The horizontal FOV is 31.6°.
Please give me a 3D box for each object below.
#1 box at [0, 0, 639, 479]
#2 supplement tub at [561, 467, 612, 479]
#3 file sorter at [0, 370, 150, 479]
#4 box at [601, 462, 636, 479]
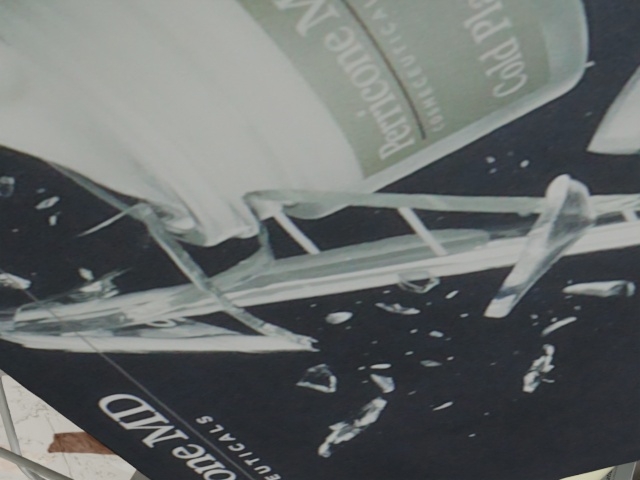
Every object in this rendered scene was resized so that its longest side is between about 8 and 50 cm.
[{"bbox_3d":[0.063,-0.139,0.448,0.472,0.297,0.480,-19,138,20],"label":"box"},{"bbox_3d":[0.131,0.133,0.955,0.235,0.235,0.325,16,139,-8],"label":"supplement tub"},{"bbox_3d":[-0.159,0.132,0.956,0.173,0.277,0.193,20,142,12],"label":"file sorter"},{"bbox_3d":[0.261,0.221,1.060,0.038,0.145,0.186,17,162,12],"label":"box"}]
